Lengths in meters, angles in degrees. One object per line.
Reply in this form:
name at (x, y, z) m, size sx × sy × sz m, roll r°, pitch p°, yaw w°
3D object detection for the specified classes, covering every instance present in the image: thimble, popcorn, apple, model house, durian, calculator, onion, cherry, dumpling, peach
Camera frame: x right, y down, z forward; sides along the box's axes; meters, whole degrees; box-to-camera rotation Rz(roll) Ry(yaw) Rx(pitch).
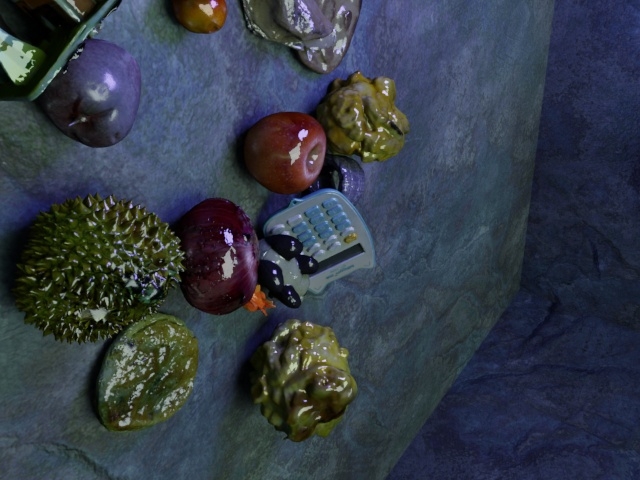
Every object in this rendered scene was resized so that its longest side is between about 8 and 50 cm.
thimble at (0.040, -0.159, 1.536) m, size 0.098 × 0.150 × 0.150 m, roll -5°, pitch 112°, yaw -50°
popcorn at (-0.057, 0.378, 1.583) m, size 0.312 × 0.312 × 0.312 m, roll -31°, pitch 131°, yaw -43°
apple at (-0.085, -0.208, 1.331) m, size 0.201 × 0.162 × 0.201 m, roll -49°, pitch 149°, yaw -44°
model house at (-0.428, -0.392, 0.741) m, size 0.313 × 0.242 × 0.358 m, roll 44°, pitch 72°, yaw -37°
popcorn at (0.115, -0.319, 1.507) m, size 0.286 × 0.215 × 0.252 m, roll -8°, pitch 77°, yaw -58°
durian at (-0.384, 0.039, 0.992) m, size 0.291 × 0.225 × 0.291 m, roll -19°, pitch 149°, yaw -12°
calculator at (0.000, 0.000, 1.536) m, size 0.256 × 0.054 × 0.386 m, roll -26°, pitch 142°, yaw 6°
onion at (-0.236, 0.034, 1.216) m, size 0.252 × 0.219 × 0.252 m, roll -4°, pitch 90°, yaw -82°
cherry at (-0.369, -0.243, 0.922) m, size 0.176 × 0.140 × 0.176 m, roll 0°, pitch 90°, yaw -73°
dumpling at (-0.078, -0.504, 1.206) m, size 0.166 × 0.086 × 0.332 m, roll -52°, pitch 131°, yaw -9°
peach at (-0.223, -0.432, 1.059) m, size 0.100 × 0.100 × 0.101 m, roll -31°, pitch 131°, yaw -43°

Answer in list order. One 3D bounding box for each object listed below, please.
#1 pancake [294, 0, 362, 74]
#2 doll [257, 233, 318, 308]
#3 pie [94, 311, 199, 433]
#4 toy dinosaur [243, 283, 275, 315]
pancake at (0.013, -0.557, 1.374) m, size 0.294 × 0.049 × 0.294 m, roll -33°, pitch 135°, yaw -40°
doll at (-0.096, 0.080, 1.460) m, size 0.143 × 0.135 × 0.234 m, roll -59°, pitch 137°, yaw -18°
pie at (-0.372, 0.294, 1.257) m, size 0.277 × 0.078 × 0.277 m, roll -34°, pitch 134°, yaw -44°
toy dinosaur at (-0.172, 0.142, 1.425) m, size 0.288 × 0.117 × 0.070 m, roll 42°, pitch 72°, yaw -52°
